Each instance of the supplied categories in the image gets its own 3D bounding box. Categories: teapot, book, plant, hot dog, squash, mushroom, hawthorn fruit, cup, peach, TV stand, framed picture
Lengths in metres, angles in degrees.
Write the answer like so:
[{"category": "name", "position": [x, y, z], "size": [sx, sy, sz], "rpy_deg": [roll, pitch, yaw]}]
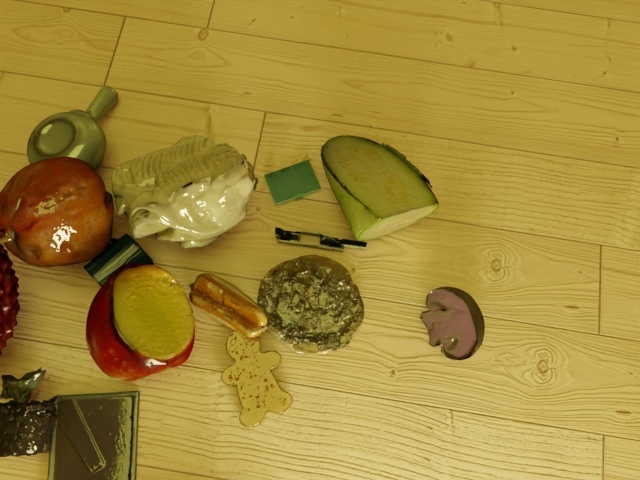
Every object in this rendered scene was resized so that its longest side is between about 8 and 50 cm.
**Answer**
[{"category": "teapot", "position": [-0.643, -0.285, 1.686], "size": [0.220, 0.149, 0.318], "rpy_deg": [39, 77, 22]}, {"category": "book", "position": [-0.077, -0.160, 1.727], "size": [0.135, 0.017, 0.103], "rpy_deg": [-20, 71, -8]}, {"category": "plant", "position": [-0.698, 0.405, 1.466], "size": [0.143, 0.131, 0.203], "rpy_deg": [-1, 84, 15]}, {"category": "hot dog", "position": [-0.236, 0.160, 1.579], "size": [0.249, 0.076, 0.102], "rpy_deg": [27, 100, 21]}, {"category": "squash", "position": [0.134, -0.176, 1.640], "size": [0.234, 0.210, 0.308], "rpy_deg": [-15, 77, -24]}, {"category": "mushroom", "position": [0.348, 0.204, 1.570], "size": [0.117, 0.141, 0.188], "rpy_deg": [-10, 80, -39]}, {"category": "hawthorn fruit", "position": [-0.653, -0.050, 1.486], "size": [0.277, 0.277, 0.298], "rpy_deg": [37, 41, 10]}, {"category": "cup", "position": [-0.528, 0.052, 1.600], "size": [0.150, 0.113, 0.138], "rpy_deg": [44, 75, 10]}, {"category": "peach", "position": [-0.443, 0.194, 1.487], "size": [0.245, 0.249, 0.274], "rpy_deg": [-18, 78, 15]}, {"category": "TV stand", "position": [0.000, 0.000, 1.667], "size": [0.249, 0.036, 0.042], "rpy_deg": [9, 71, 1]}, {"category": "framed picture", "position": [-0.548, 0.516, 1.499], "size": [0.213, 0.016, 0.289], "rpy_deg": [-3, 72, -2]}]

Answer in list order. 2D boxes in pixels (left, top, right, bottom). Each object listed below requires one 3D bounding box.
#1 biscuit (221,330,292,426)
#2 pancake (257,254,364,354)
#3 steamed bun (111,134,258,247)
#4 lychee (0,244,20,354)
[{"category": "biscuit", "position": [-0.168, 0.336, 1.555], "size": [0.158, 0.035, 0.240], "rpy_deg": [-18, 74, -9]}, {"category": "pancake", "position": [-0.025, 0.164, 1.607], "size": [0.283, 0.049, 0.282], "rpy_deg": [1, 72, -2]}, {"category": "steamed bun", "position": [-0.333, -0.097, 1.589], "size": [0.394, 0.237, 0.346], "rpy_deg": [1, 40, 24]}, {"category": "lychee", "position": [-0.923, 0.105, 1.410], "size": [0.425, 0.424, 0.499], "rpy_deg": [-25, 93, -9]}]
